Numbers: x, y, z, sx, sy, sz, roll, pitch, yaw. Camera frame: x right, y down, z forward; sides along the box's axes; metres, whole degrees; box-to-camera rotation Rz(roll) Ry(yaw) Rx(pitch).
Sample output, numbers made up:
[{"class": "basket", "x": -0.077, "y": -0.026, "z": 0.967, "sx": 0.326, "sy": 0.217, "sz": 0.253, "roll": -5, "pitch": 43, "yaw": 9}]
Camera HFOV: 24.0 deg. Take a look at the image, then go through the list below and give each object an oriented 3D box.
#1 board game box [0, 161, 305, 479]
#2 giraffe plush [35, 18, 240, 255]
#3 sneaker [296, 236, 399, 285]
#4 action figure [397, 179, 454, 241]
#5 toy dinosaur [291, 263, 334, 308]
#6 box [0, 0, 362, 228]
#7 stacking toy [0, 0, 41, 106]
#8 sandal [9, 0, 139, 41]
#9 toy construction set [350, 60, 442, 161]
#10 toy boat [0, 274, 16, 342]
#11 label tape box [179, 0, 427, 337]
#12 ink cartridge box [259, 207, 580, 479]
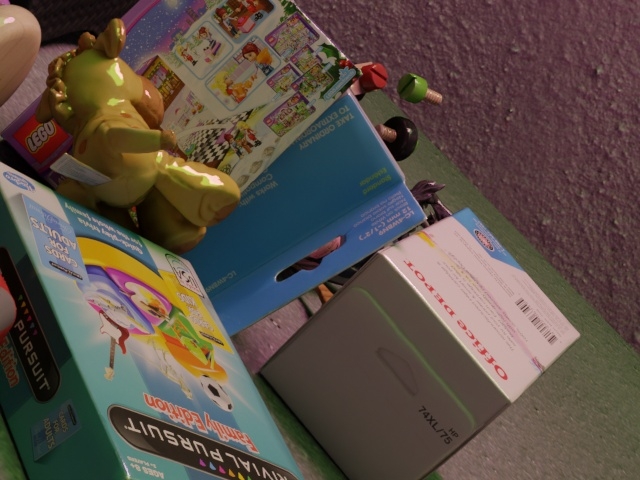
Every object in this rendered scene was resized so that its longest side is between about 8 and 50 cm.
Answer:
[{"class": "board game box", "x": -0.147, "y": 0.110, "z": 1.183, "sx": 0.253, "sy": 0.079, "sz": 0.336, "roll": 30, "pitch": 21, "yaw": -49}, {"class": "giraffe plush", "x": -0.190, "y": -0.091, "z": 1.347, "sx": 0.210, "sy": 0.181, "sz": 0.170, "roll": 55, "pitch": 13, "yaw": -57}, {"class": "sneaker", "x": 0.000, "y": 0.000, "z": 1.846, "sx": 0.319, "sy": 0.112, "sz": 0.131, "roll": 28, "pitch": 12, "yaw": -37}, {"class": "action figure", "x": 0.134, "y": 0.004, "z": 2.120, "sx": 0.141, "sy": 0.164, "sz": 0.275, "roll": 61, "pitch": 9, "yaw": 19}, {"class": "toy dinosaur", "x": 0.019, "y": 0.085, "z": 1.782, "sx": 0.112, "sy": 0.064, "sz": 0.211, "roll": 34, "pitch": 18, "yaw": -38}, {"class": "box", "x": -0.132, "y": -0.130, "z": 1.451, "sx": 0.201, "sy": 0.293, "sz": 0.057, "roll": 46, "pitch": -5, "yaw": -5}, {"class": "stacking toy", "x": -0.409, "y": -0.244, "z": 1.336, "sx": 0.330, "sy": 0.141, "sz": 0.141, "roll": 41, "pitch": 13, "yaw": 8}, {"class": "sandal", "x": -0.295, "y": -0.333, "z": 1.834, "sx": 0.107, "sy": 0.168, "sz": 0.446, "roll": 30, "pitch": 12, "yaw": 6}, {"class": "toy construction set", "x": -0.056, "y": -0.156, "z": 1.982, "sx": 0.237, "sy": 0.257, "sz": 0.309, "roll": 17, "pitch": 10, "yaw": -41}, {"class": "toy boat", "x": -0.282, "y": -0.029, "z": 1.015, "sx": 0.231, "sy": 0.151, "sz": 0.151, "roll": 46, "pitch": 13, "yaw": -3}, {"class": "label tape box", "x": -0.072, "y": -0.091, "z": 1.575, "sx": 0.115, "sy": 0.249, "sz": 0.348, "roll": 56, "pitch": 4, "yaw": -41}, {"class": "ink cartridge box", "x": 0.111, "y": 0.118, "z": 1.590, "sx": 0.198, "sy": 0.197, "sz": 0.270, "roll": 50, "pitch": 25, "yaw": 8}]
